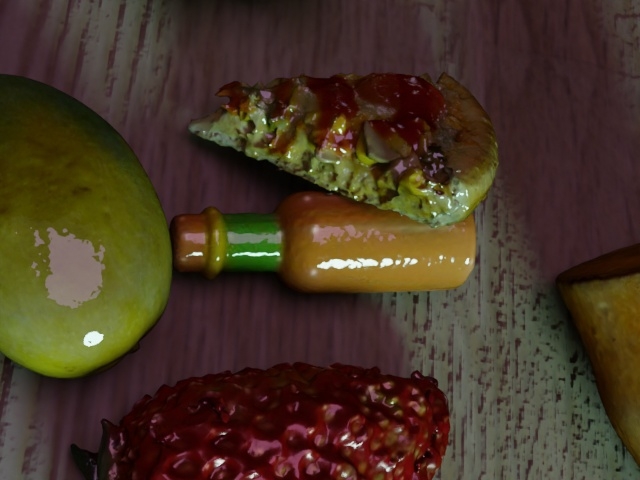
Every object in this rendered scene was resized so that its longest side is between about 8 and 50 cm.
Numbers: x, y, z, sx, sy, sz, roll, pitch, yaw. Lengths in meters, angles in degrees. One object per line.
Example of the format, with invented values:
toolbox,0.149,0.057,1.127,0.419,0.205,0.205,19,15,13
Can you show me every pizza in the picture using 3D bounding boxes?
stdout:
pizza,0.015,-0.078,0.706,0.199,0.062,0.188,6,27,-2

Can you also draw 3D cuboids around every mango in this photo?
mango,-0.158,-0.014,0.633,0.130,0.092,0.194,-30,72,-25

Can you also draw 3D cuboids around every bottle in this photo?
bottle,0.000,0.000,0.691,0.187,0.069,0.069,0,68,-18

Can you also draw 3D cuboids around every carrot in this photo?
carrot,0.259,0.101,0.705,0.159,0.159,0.225,-16,85,-25

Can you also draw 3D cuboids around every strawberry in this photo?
strawberry,-0.007,0.145,0.609,0.228,0.098,0.174,-8,72,-22
